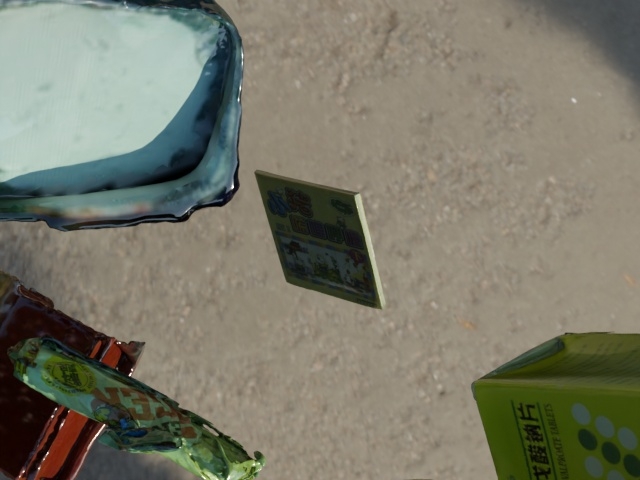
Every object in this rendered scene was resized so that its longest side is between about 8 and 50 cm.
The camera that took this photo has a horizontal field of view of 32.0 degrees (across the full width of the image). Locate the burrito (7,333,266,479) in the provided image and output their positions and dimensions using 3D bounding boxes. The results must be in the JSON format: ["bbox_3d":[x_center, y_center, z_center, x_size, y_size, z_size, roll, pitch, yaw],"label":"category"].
[{"bbox_3d":[-0.189,0.179,1.117,0.288,0.104,0.054,29,104,-5],"label":"burrito"}]

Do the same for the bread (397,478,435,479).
[{"bbox_3d":[0.060,0.357,0.965,0.316,0.316,0.054,-33,155,7],"label":"bread"}]

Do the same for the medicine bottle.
[{"bbox_3d":[0.267,0.165,0.948,0.141,0.250,0.137,-22,100,-35],"label":"medicine bottle"}]

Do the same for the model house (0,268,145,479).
[{"bbox_3d":[-0.360,0.139,1.261,0.254,0.160,0.196,28,81,6],"label":"model house"}]

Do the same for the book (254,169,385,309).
[{"bbox_3d":[0.000,0.000,1.466,0.013,0.168,0.192,-46,136,-35],"label":"book"}]

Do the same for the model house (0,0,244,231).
[{"bbox_3d":[-0.227,-0.139,0.899,0.253,0.291,0.184,-6,115,-25],"label":"model house"}]
